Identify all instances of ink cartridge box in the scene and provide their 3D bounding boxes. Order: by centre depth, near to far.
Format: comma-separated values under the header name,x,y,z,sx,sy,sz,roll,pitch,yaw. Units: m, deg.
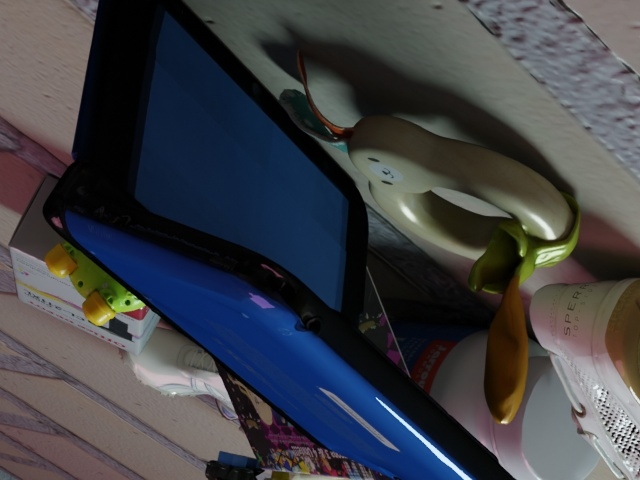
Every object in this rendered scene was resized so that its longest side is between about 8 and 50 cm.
name,x,y,z,sx,sy,sz,roll,pitch,yaw
ink cartridge box,-0.195,0.026,1.568,0.127,0.072,0.175,25,162,2

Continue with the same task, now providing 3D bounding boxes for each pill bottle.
name,x,y,z,sx,sy,sz,roll,pitch,yaw
pill bottle,0.103,0.124,1.347,0.124,0.124,0.221,38,158,-32

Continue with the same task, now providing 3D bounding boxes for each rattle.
name,x,y,z,sx,sy,sz,roll,pitch,yaw
rattle,0.043,-0.003,1.060,0.199,0.143,0.130,28,177,-22

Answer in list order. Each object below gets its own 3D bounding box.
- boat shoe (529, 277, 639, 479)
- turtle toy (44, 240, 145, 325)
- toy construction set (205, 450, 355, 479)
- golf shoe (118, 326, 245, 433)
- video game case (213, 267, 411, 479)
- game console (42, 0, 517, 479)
name,x,y,z,sx,sy,sz,roll,pitch,yaw
boat shoe,0.216,0.110,1.208,0.096,0.098,0.277,12,148,38
turtle toy,-0.170,0.003,1.448,0.130,0.095,0.066,51,179,8
toy construction set,-0.005,0.271,1.842,0.215,0.151,0.328,12,159,10
golf shoe,-0.106,0.121,1.759,0.176,0.069,0.086,25,146,-14
video game case,-0.019,0.070,1.310,0.232,0.041,0.210,-9,104,63
game console,0.000,0.000,1.017,0.250,0.173,0.293,19,163,43
